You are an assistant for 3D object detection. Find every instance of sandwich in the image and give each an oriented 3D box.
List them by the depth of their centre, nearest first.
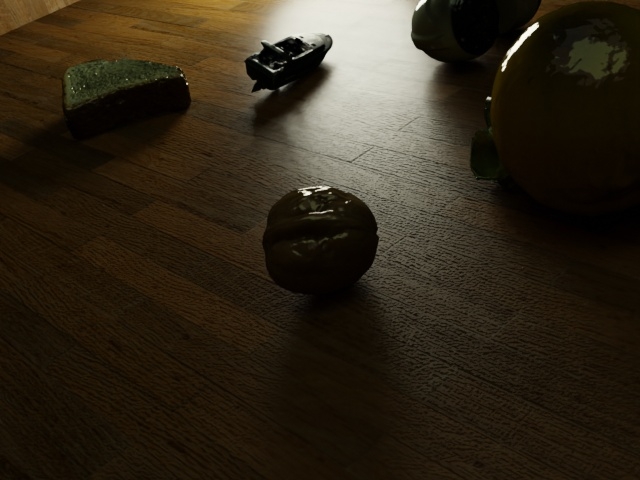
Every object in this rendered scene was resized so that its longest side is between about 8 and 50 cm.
[{"bbox_3d":[-0.441,-0.346,2.011,0.288,0.100,0.254,-17,32,-1],"label":"sandwich"}]

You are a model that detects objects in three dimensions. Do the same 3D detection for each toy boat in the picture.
[{"bbox_3d":[-0.058,-0.406,1.944,0.093,0.103,0.246,36,48,23],"label":"toy boat"}]

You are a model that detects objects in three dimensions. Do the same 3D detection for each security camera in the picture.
[{"bbox_3d":[0.304,-0.470,1.809,0.277,0.197,0.191,-42,30,-26],"label":"security camera"}]

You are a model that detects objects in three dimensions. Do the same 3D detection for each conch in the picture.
[{"bbox_3d":[0.271,-0.123,1.369,0.089,0.074,0.121,-22,71,-9],"label":"conch"}]

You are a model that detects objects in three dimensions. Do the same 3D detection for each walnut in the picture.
[{"bbox_3d":[0.000,0.000,1.240,0.166,0.149,0.167,-6,66,13],"label":"walnut"}]

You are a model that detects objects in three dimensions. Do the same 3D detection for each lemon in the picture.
[{"bbox_3d":[0.373,-0.178,1.225,0.297,0.297,0.297,-11,32,7],"label":"lemon"}]

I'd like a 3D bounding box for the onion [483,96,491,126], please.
[{"bbox_3d":[0.324,-0.195,1.427,0.118,0.118,0.117,-16,67,-1],"label":"onion"}]
